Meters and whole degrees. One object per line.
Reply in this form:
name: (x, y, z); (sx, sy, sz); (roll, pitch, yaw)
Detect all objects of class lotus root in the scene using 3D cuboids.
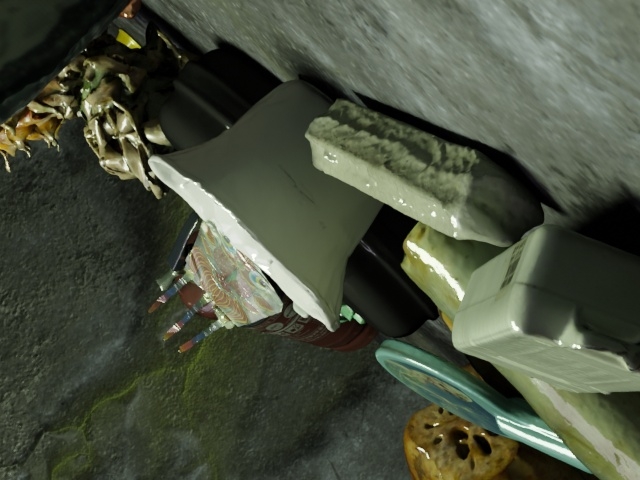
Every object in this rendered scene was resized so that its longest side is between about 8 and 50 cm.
lotus root: (0.209, 0.245, 1.685); (0.193, 0.193, 0.291); (39, 175, 45)

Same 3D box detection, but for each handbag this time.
handbag: (-0.014, -0.037, 1.479); (0.308, 0.093, 0.254); (43, 175, -8)

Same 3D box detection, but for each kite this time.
kite: (-0.125, 0.055, 1.843); (0.127, 0.016, 0.229); (56, 142, 1)

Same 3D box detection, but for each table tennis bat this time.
table tennis bat: (0.146, 0.142, 1.446); (0.237, 0.038, 0.149); (21, 164, 38)

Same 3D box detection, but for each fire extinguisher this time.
fire extinguisher: (-0.061, 0.044, 1.995); (0.337, 0.135, 0.114); (16, -146, -47)

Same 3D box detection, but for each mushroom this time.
mushroom: (0.178, 0.095, 1.155); (0.312, 0.081, 0.100); (46, 165, 12)

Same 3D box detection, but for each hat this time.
hat: (-0.019, -0.039, 1.267); (0.203, 0.126, 0.203); (43, 176, 4)

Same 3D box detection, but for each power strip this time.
power strip: (0.135, 0.045, 0.953); (0.098, 0.058, 0.338); (19, 174, 0)

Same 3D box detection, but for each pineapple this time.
pineapple: (-0.207, -0.138, 1.647); (0.271, 0.262, 0.262); (28, 172, 15)

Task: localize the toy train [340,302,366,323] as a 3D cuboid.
toy train: (0.000, 0.000, 1.647); (0.178, 0.104, 0.071); (42, 163, 10)

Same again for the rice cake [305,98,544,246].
rice cake: (0.057, -0.043, 1.057); (0.057, 0.052, 0.256); (23, -176, -25)

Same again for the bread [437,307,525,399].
bread: (0.162, 0.095, 1.438); (0.073, 0.053, 0.214); (12, 154, 40)

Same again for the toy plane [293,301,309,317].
toy plane: (-0.052, -0.025, 1.805); (0.244, 0.117, 0.245); (41, 177, 3)

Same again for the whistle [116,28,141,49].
whistle: (-0.264, -0.206, 2.026); (0.057, 0.109, 0.046); (52, 172, -34)

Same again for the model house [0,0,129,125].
model house: (-0.290, -0.150, 1.300); (0.190, 0.271, 0.301); (45, 161, -2)

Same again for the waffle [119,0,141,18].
waffle: (-0.237, -0.277, 1.433); (0.234, 0.055, 0.221); (50, 172, -37)
